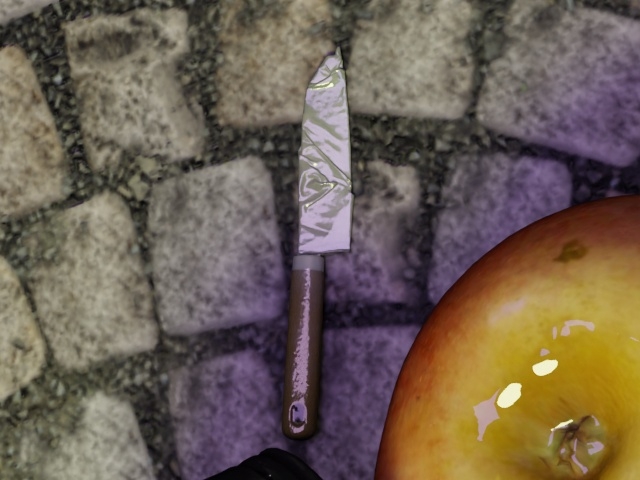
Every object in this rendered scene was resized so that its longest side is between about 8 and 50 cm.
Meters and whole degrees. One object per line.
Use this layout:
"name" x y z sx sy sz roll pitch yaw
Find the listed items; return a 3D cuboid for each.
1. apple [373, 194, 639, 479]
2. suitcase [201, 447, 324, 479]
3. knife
"apple" 0.202 0.152 1.155 0.364 0.364 0.364 -3 82 18
"suitcase" -0.020 0.325 1.100 0.188 0.345 0.339 -23 50 -29
"knife" 0.001 0.001 1.406 0.047 0.017 0.298 0 79 16
